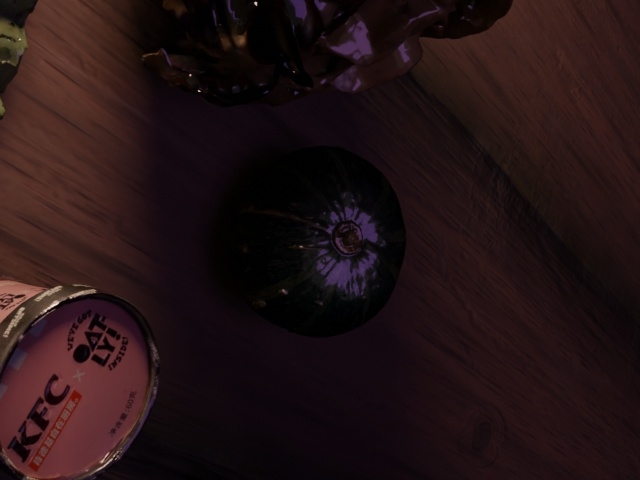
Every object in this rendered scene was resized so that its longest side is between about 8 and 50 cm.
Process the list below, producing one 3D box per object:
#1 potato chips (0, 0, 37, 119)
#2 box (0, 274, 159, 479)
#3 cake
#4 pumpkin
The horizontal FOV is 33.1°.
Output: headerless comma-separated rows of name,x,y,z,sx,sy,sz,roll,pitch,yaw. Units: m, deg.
potato chips,-0.277,-0.123,0.626,0.429,0.070,0.359,-18,120,-77
box,-0.223,0.100,0.833,0.151,0.135,0.151,-15,111,-45
cake,0.001,-0.236,0.878,0.332,0.332,0.321,39,75,-49
pumpkin,0.000,0.001,1.070,0.190,0.146,0.190,-5,105,-20
